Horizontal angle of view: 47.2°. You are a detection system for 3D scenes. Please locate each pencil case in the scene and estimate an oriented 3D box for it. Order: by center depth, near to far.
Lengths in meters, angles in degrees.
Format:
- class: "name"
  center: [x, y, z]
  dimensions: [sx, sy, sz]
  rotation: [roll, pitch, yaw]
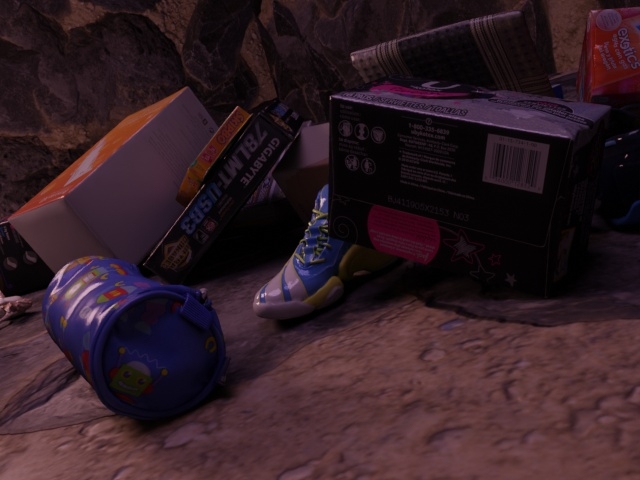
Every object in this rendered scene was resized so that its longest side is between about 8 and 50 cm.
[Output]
- class: "pencil case"
  center: [-0.199, 0.085, 0.748]
  dimensions: [0.133, 0.119, 0.306]
  rotation: [-46, 24, -18]

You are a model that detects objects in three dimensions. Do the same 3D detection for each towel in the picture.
- class: "towel"
  center: [0.258, -0.254, 1.308]
  dimensions: [0.312, 0.324, 0.056]
  rotation: [-8, 51, 30]

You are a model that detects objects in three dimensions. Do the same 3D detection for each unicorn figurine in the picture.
- class: "unicorn figurine"
  center: [-0.545, 0.111, 1.224]
  dimensions: [0.161, 0.060, 0.111]
  rotation: [8, 22, 24]

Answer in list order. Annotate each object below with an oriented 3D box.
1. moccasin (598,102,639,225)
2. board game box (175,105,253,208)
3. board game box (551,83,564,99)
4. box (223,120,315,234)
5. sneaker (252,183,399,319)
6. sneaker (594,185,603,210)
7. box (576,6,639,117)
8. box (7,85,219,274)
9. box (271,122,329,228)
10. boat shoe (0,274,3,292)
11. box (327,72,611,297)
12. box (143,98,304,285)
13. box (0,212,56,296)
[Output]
- class: "moccasin"
  center: [0.376, -0.113, 0.914]
  dimensions: [0.137, 0.117, 0.342]
  rotation: [-14, 12, 6]
- class: "board game box"
  center: [-0.171, -0.126, 1.156]
  dimensions: [0.124, 0.039, 0.259]
  rotation: [-55, 11, -15]
- class: "board game box"
  center: [0.362, -0.261, 1.655]
  dimensions: [0.347, 0.078, 0.233]
  rotation: [-27, 17, -39]
- class: "box"
  center: [-0.105, -0.124, 1.439]
  dimensions: [0.182, 0.056, 0.231]
  rotation: [-10, 45, 23]
- class: "sneaker"
  center: [0.000, 0.000, 0.864]
  dimensions: [0.091, 0.126, 0.240]
  rotation: [-4, 17, 43]
- class: "sneaker"
  center: [0.255, -0.045, 0.862]
  dimensions: [0.081, 0.080, 0.211]
  rotation: [-30, -3, -10]
- class: "box"
  center: [0.436, -0.219, 1.037]
  dimensions: [0.128, 0.123, 0.257]
  rotation: [0, -10, 15]
- class: "box"
  center: [-0.351, -0.098, 1.339]
  dimensions: [0.214, 0.168, 0.345]
  rotation: [-12, 32, 43]
- class: "box"
  center: [0.096, -0.104, 1.091]
  dimensions: [0.311, 0.148, 0.121]
  rotation: [-6, 40, 42]
- class: "boat shoe"
  center: [-0.690, 0.114, 1.253]
  dimensions: [0.089, 0.105, 0.285]
  rotation: [1, 22, 44]
- class: "box"
  center: [0.146, -0.070, 0.752]
  dimensions: [0.247, 0.164, 0.142]
  rotation: [16, 28, 29]
- class: "box"
  center: [-0.145, -0.088, 1.197]
  dimensions: [0.296, 0.073, 0.293]
  rotation: [-52, 8, 12]
- class: "box"
  center: [-0.587, 0.019, 1.443]
  dimensions: [0.270, 0.144, 0.165]
  rotation: [-17, 12, -6]
